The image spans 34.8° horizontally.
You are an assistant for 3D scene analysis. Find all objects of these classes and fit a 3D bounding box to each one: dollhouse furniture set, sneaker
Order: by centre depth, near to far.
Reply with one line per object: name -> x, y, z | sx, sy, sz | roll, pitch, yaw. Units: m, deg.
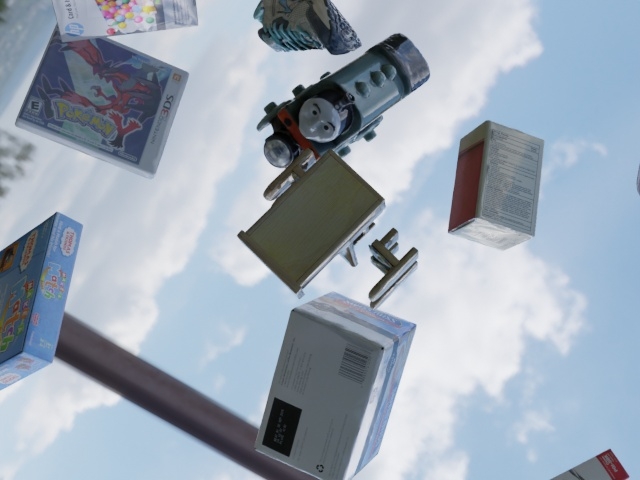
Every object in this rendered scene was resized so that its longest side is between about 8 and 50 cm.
dollhouse furniture set -> 0.000, 0.000, 1.373 | 0.161, 0.212, 0.242 | -45, 167, -6
sneaker -> -0.029, -0.334, 1.614 | 0.122, 0.110, 0.283 | -39, -148, 5

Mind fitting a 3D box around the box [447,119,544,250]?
box -> 0.376, -0.116, 2.193 | 0.127, 0.149, 0.232 | 145, -41, -63

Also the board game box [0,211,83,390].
board game box -> -0.331, 0.080, 1.057 | 0.211, 0.039, 0.160 | -28, -134, 39

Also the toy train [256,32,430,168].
toy train -> 0.039, -0.218, 1.628 | 0.190, 0.142, 0.334 | -35, -177, 40

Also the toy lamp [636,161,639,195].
toy lamp -> 0.428, -0.019, 1.220 | 0.080, 0.274, 0.080 | -14, -132, 16

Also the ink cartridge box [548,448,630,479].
ink cartridge box -> 0.400, 0.391, 1.600 | 0.056, 0.135, 0.099 | 59, -24, 25

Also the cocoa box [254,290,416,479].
cocoa box -> 0.036, 0.323, 2.274 | 0.228, 0.231, 0.347 | -18, 126, -64

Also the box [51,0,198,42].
box -> -0.259, -0.334, 1.337 | 0.145, 0.186, 0.038 | 93, -13, -55

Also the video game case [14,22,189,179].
video game case -> -0.303, -0.201, 1.443 | 0.023, 0.201, 0.183 | 137, -29, -58
